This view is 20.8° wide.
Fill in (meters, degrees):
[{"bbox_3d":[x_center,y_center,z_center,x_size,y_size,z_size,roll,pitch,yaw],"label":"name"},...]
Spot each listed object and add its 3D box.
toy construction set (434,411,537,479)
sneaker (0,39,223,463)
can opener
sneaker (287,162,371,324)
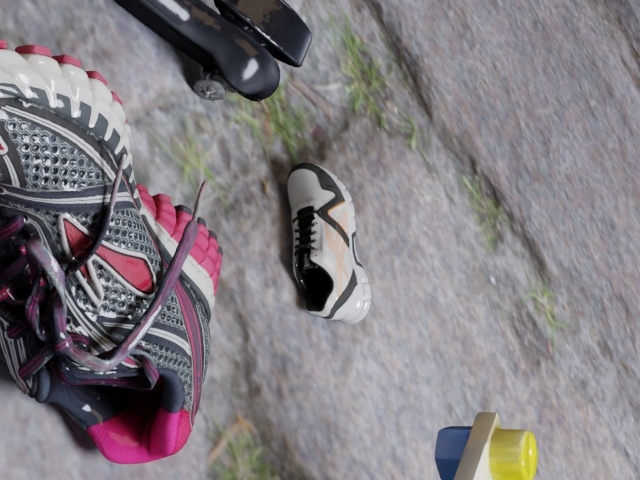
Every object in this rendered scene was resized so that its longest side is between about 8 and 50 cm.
[{"bbox_3d":[0.018,0.232,0.854,0.328,0.151,0.215,-21,109,-50],"label":"toy construction set"},{"bbox_3d":[-0.124,0.007,0.801,0.299,0.121,0.112,46,37,-54],"label":"sneaker"},{"bbox_3d":[-0.092,-0.145,1.069,0.186,0.059,0.073,31,70,-26],"label":"can opener"},{"bbox_3d":[0.000,0.000,1.102,0.044,0.040,0.109,3,64,-52],"label":"sneaker"}]
